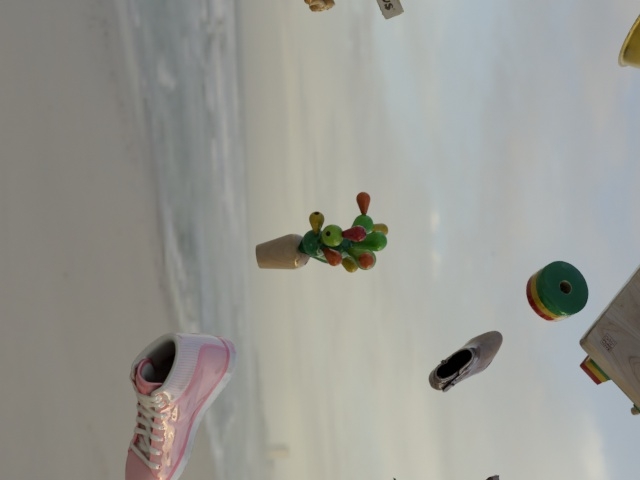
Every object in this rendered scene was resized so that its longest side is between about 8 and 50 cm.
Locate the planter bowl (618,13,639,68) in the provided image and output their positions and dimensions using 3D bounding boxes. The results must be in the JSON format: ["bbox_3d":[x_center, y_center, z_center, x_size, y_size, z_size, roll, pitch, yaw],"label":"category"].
[{"bbox_3d":[0.502,-0.294,1.673,0.090,0.217,0.217,41,-22,18],"label":"planter bowl"}]

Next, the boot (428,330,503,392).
[{"bbox_3d":[0.186,0.149,1.586,0.042,0.118,0.087,46,-7,15],"label":"boot"}]

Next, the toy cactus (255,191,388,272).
[{"bbox_3d":[0.000,0.000,1.720,0.219,0.180,0.112,-33,114,-82],"label":"toy cactus"}]

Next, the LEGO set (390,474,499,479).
[{"bbox_3d":[0.197,0.436,1.599,0.331,0.192,0.255,63,-4,13],"label":"LEGO set"}]

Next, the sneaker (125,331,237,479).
[{"bbox_3d":[-0.118,0.122,0.899,0.051,0.070,0.134,35,-82,38],"label":"sneaker"}]

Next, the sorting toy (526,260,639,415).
[{"bbox_3d":[0.293,0.102,1.052,0.132,0.274,0.046,-44,-179,-32],"label":"sorting toy"}]

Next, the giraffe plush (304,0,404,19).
[{"bbox_3d":[-0.015,-0.252,1.009,0.210,0.181,0.170,49,27,-5],"label":"giraffe plush"}]
